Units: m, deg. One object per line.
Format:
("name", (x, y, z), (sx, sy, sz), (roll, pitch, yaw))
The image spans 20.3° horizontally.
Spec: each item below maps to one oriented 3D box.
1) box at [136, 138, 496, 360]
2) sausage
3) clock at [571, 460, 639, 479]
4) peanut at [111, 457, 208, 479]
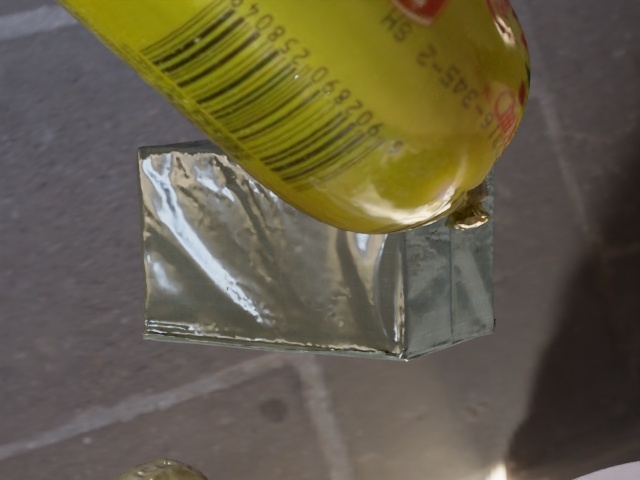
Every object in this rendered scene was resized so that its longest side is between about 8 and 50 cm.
("box", (0.000, 0.000, 1.342), (0.155, 0.231, 0.149), (-11, 103, -57))
("sausage", (-0.048, -0.125, 0.642), (0.347, 0.123, 0.123), (43, 66, -24))
("clock", (0.118, 0.176, 0.643), (0.197, 0.197, 0.068), (-55, 128, -23))
("peanut", (-0.177, 0.246, 1.390), (0.214, 0.098, 0.090), (-27, 73, -23))
